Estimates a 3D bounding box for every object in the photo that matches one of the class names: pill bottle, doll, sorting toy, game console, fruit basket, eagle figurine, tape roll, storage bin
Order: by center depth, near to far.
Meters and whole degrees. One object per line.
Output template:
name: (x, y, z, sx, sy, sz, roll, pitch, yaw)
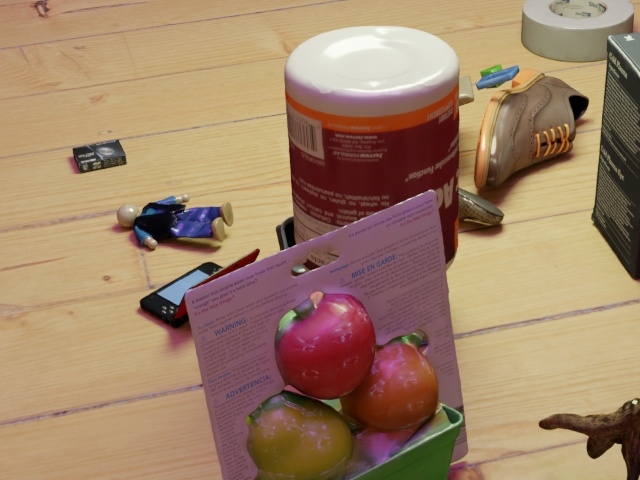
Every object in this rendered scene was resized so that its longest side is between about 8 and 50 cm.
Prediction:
fruit basket: (0.013, 0.153, 1.432, 0.327, 0.353, 0.165, -23, 22, -28)
eagle figurine: (0.439, 0.159, 1.495, 0.298, 0.225, 0.226, -21, 40, -30)
pill bottle: (0.073, -0.065, 1.732, 0.224, 0.392, 0.224, -3, 33, 2)
game console: (-0.173, 0.053, 1.856, 0.124, 0.085, 0.144, 25, 41, 37)
storage bin: (0.000, 0.000, 1.932, 0.135, 0.098, 0.091, -14, 6, -15)
doll: (-0.232, -0.034, 2.038, 0.189, 0.046, 0.129, 2, 41, 21)
sorting toy: (0.169, -0.212, 2.161, 0.347, 0.047, 0.196, -19, 13, 11)
tape roll: (0.509, -0.430, 2.580, 0.219, 0.072, 0.219, -3, 31, 2)

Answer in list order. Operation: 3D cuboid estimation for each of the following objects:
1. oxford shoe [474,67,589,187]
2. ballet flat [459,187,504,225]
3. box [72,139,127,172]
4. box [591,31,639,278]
oxford shoe: (0.351, -0.186, 2.155, 0.133, 0.130, 0.364, 17, 37, 19)
ballet flat: (0.179, -0.070, 2.056, 0.250, 0.058, 0.084, 26, 7, 31)
box: (-0.384, -0.147, 2.259, 0.083, 0.018, 0.067, -12, 33, -14)
box: (0.591, -0.139, 1.876, 0.343, 0.312, 0.179, -8, 32, -7)
